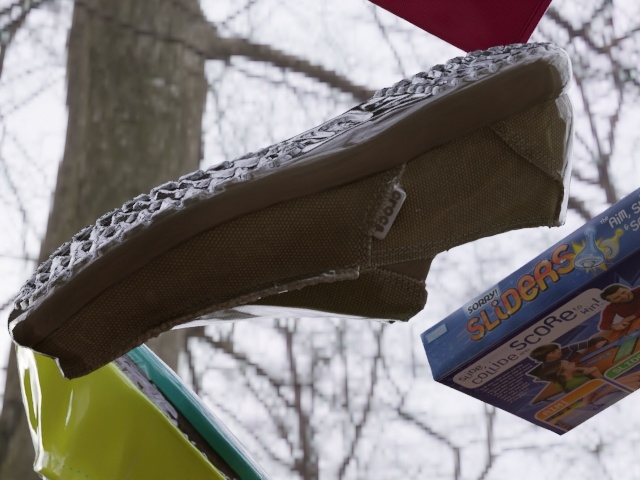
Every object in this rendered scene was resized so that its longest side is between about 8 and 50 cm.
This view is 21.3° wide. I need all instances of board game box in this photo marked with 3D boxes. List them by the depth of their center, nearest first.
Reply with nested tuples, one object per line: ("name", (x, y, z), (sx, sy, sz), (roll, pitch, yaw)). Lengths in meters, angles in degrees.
("board game box", (0.176, 0.036, 0.981), (0.201, 0.035, 0.136), (-36, -39, 25))

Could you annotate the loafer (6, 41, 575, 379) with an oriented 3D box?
("loafer", (0.000, 0.000, 0.396), (0.148, 0.056, 0.050), (-25, -81, -10))

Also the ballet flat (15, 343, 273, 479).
("ballet flat", (-0.016, 0.094, 0.413), (0.077, 0.231, 0.077), (-48, -28, -13))

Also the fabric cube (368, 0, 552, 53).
("fabric cube", (0.098, -0.330, 1.301), (0.258, 0.254, 0.259), (27, -62, -5))
